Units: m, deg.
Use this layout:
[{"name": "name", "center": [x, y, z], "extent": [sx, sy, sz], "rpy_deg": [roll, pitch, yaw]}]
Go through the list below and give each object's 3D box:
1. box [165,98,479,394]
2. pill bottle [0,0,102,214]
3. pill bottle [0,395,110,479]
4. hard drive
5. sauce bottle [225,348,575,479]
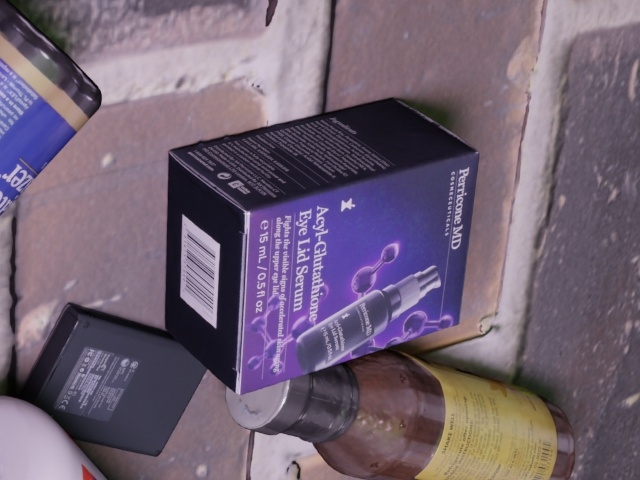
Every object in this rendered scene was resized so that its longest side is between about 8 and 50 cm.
[{"name": "box", "center": [0.000, 0.000, 1.322], "extent": [0.207, 0.108, 0.153], "rpy_deg": [-16, 125, -31]}, {"name": "pill bottle", "center": [-0.245, -0.046, 1.085], "extent": [0.219, 0.123, 0.123], "rpy_deg": [-48, 135, -4]}, {"name": "pill bottle", "center": [-0.187, 0.262, 1.282], "extent": [0.181, 0.181, 0.323], "rpy_deg": [-42, 134, -10]}, {"name": "hard drive", "center": [-0.150, 0.105, 1.327], "extent": [0.135, 0.022, 0.094], "rpy_deg": [20, 102, -44]}, {"name": "sauce bottle", "center": [0.069, 0.146, 1.467], "extent": [0.344, 0.111, 0.111], "rpy_deg": [21, 102, -45]}]
